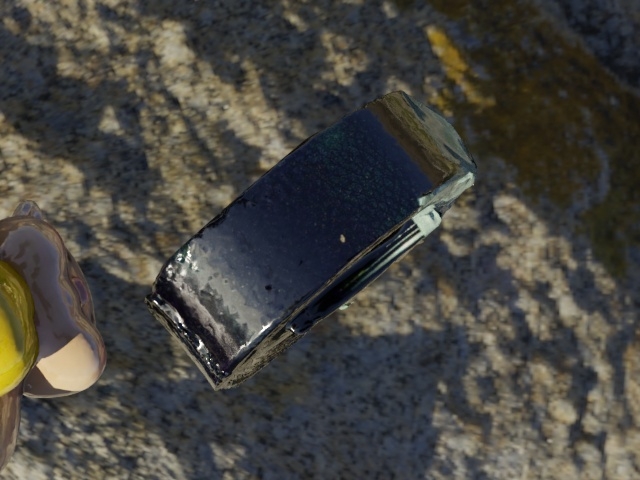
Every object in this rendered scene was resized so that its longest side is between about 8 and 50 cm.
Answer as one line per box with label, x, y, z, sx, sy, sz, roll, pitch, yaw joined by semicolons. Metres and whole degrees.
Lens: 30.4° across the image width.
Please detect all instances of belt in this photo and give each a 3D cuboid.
belt;0.000;0.000;0.672;0.198;0.151;0.078;-41;81;-1

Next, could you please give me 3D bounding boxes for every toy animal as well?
toy animal;-0.349;0.123;1.372;0.247;0.278;0.345;-6;90;-41
